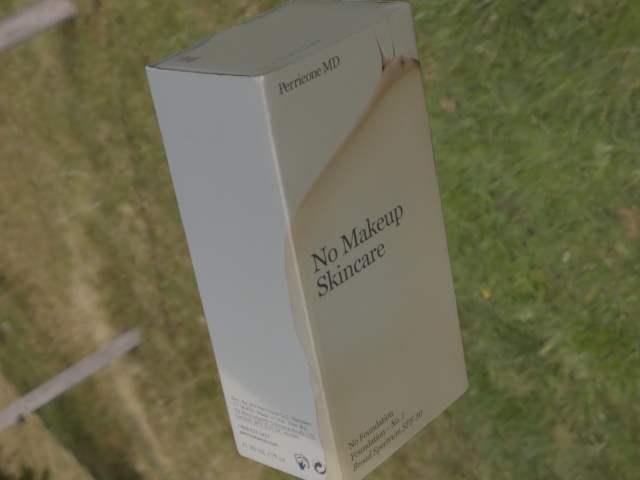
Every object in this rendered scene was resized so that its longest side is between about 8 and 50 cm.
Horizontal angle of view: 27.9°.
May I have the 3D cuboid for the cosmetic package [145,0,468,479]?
[{"bbox_3d":[0.000,0.000,0.913,0.113,0.160,0.309,13,124,40],"label":"cosmetic package"}]
